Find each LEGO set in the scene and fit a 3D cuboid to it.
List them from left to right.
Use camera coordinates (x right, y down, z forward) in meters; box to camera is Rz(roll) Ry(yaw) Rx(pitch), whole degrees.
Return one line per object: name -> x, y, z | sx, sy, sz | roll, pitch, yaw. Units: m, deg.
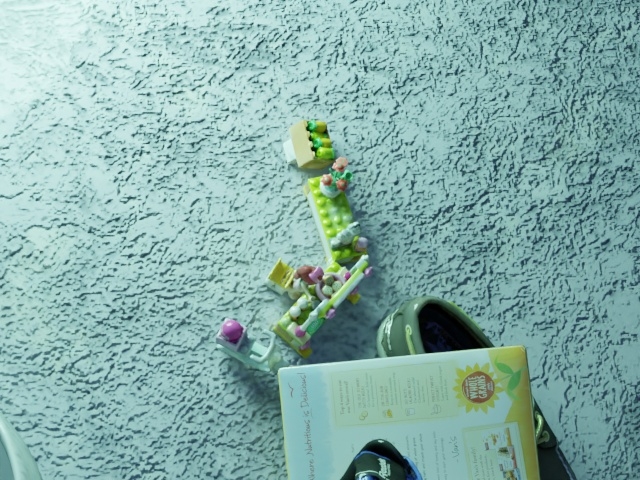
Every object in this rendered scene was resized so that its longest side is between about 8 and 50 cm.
LEGO set -> 0.000, 0.000, 1.343 | 0.132, 0.107, 0.287 | 21, 68, -7

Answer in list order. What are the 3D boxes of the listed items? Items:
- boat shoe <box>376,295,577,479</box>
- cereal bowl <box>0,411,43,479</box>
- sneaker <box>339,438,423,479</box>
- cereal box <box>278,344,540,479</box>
boat shoe -> 0.171, 0.187, 1.331 | 0.109, 0.091, 0.305 | -34, 83, -22
cereal bowl -> -0.367, 0.280, 1.100 | 0.339, 0.141, 0.339 | -8, 59, 14
sneaker -> 0.101, 0.272, 1.172 | 0.316, 0.127, 0.182 | -7, 113, 8
cereal box -> 0.086, 0.196, 1.270 | 0.240, 0.047, 0.173 | -5, 86, 6
